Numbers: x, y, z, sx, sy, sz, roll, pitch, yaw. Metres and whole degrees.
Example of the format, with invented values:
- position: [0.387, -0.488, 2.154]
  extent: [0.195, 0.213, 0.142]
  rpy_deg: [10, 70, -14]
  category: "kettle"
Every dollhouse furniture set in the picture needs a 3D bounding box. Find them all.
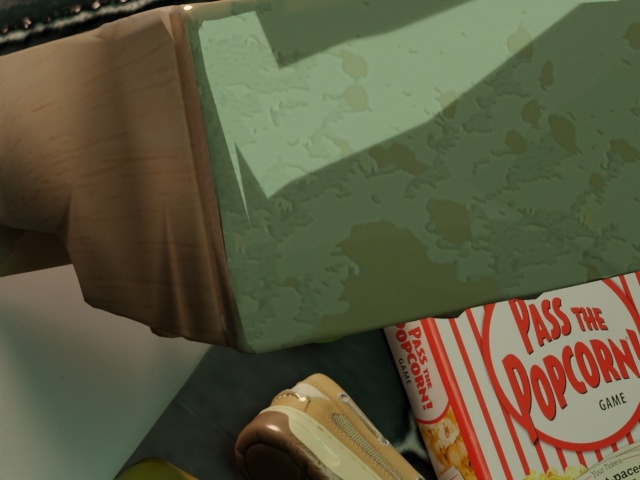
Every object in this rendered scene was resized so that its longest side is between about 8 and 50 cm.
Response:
- position: [0.029, 0.129, 0.499]
  extent: [0.362, 0.256, 0.394]
  rpy_deg: [-11, 97, -19]
  category: "dollhouse furniture set"

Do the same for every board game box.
- position: [0.122, 0.086, 0.908]
  extent: [0.147, 0.045, 0.193]
  rpy_deg: [-16, 80, -31]
  category: "board game box"

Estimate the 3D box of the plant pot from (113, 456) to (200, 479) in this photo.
- position: [-0.027, 0.218, 0.683]
  extent: [0.239, 0.254, 0.254]
  rpy_deg: [41, 59, 7]
  category: "plant pot"

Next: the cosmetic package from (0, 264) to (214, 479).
- position: [-0.188, 0.029, 0.663]
  extent: [0.225, 0.224, 0.138]
  rpy_deg: [40, 59, -10]
  category: "cosmetic package"

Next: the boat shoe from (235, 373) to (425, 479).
- position: [0.047, 0.140, 0.843]
  extent: [0.190, 0.068, 0.072]
  rpy_deg: [52, 47, -3]
  category: "boat shoe"

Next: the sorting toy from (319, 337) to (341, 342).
- position: [0.000, 0.000, 0.883]
  extent: [0.061, 0.042, 0.102]
  rpy_deg: [0, 85, -11]
  category: "sorting toy"
